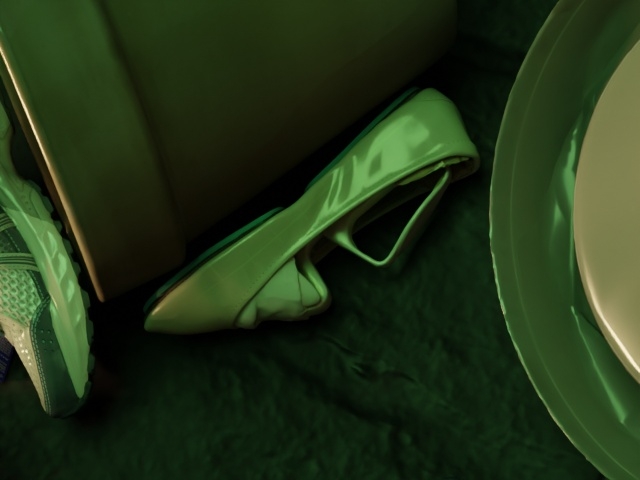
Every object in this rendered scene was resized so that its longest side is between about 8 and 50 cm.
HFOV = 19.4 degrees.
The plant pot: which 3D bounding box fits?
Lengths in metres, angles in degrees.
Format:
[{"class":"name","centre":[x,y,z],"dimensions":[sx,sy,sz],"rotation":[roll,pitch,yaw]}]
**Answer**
[{"class":"plant pot","centre":[-0.077,-0.159,1.210],"dimensions":[0.280,0.323,0.323],"rotation":[-23,57,-9]}]

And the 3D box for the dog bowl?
[{"class":"dog bowl","centre":[0.256,-0.017,1.010],"dimensions":[0.349,0.102,0.348],"rotation":[-3,85,44]}]

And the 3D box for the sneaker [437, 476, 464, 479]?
[{"class":"sneaker","centre":[-0.066,0.221,1.088],"dimensions":[0.350,0.131,0.148],"rotation":[-37,61,2]}]

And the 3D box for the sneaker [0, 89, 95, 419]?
[{"class":"sneaker","centre":[-0.239,-0.004,1.235],"dimensions":[0.122,0.110,0.283],"rotation":[-24,85,-14]}]

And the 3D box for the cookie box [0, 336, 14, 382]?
[{"class":"cookie box","centre":[-0.253,0.040,1.311],"dimensions":[0.092,0.040,0.107],"rotation":[3,65,24]}]

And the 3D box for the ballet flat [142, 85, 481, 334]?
[{"class":"ballet flat","centre":[0.000,0.000,1.209],"dimensions":[0.248,0.086,0.086],"rotation":[-39,57,-1]}]
